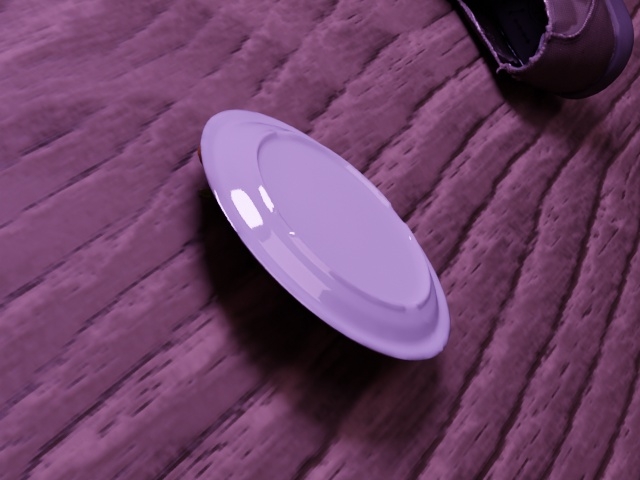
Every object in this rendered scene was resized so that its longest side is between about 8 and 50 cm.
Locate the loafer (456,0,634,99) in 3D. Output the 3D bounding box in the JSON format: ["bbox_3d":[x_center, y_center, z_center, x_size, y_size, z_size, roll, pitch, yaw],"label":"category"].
[{"bbox_3d":[0.137,-0.286,1.264,0.130,0.134,0.366,-12,66,-53],"label":"loafer"}]

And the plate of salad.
[{"bbox_3d":[0.000,0.000,0.905,0.200,0.048,0.200,36,25,-20],"label":"plate of salad"}]
